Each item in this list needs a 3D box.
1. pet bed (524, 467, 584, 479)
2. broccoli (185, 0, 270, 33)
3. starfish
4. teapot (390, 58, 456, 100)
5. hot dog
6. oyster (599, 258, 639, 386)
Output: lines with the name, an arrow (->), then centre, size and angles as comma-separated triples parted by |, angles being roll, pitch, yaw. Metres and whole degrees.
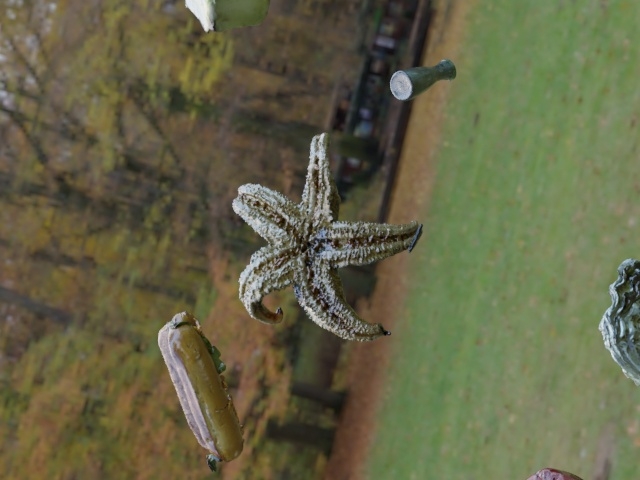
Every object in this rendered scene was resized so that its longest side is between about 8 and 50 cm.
pet bed -> 0.370, 0.459, 1.997 | 0.201, 0.053, 0.201 | -13, 72, 46
broccoli -> -0.182, -0.430, 1.686 | 0.361, 0.221, 0.252 | 32, 111, 45
starfish -> 0.003, -0.002, 1.885 | 0.113, 0.303, 0.312 | 14, -106, -71
teapot -> 0.147, -0.227, 1.757 | 0.110, 0.043, 0.043 | -25, -40, -43
hot dog -> -0.123, 0.162, 1.351 | 0.072, 0.055, 0.188 | 22, 135, 58
oyster -> 0.430, 0.117, 1.685 | 0.064, 0.125, 0.177 | 174, 107, -83
